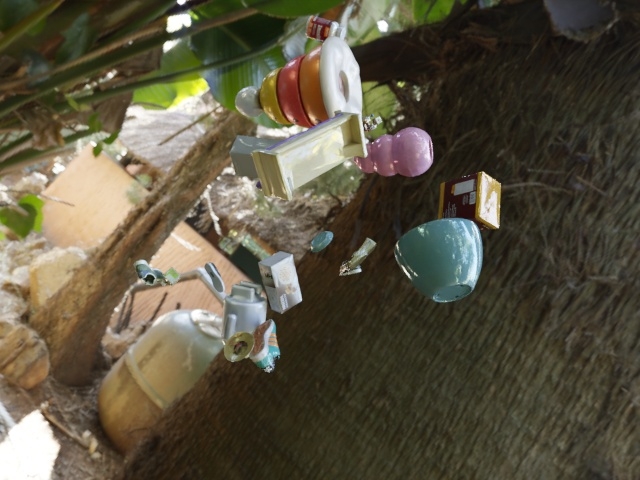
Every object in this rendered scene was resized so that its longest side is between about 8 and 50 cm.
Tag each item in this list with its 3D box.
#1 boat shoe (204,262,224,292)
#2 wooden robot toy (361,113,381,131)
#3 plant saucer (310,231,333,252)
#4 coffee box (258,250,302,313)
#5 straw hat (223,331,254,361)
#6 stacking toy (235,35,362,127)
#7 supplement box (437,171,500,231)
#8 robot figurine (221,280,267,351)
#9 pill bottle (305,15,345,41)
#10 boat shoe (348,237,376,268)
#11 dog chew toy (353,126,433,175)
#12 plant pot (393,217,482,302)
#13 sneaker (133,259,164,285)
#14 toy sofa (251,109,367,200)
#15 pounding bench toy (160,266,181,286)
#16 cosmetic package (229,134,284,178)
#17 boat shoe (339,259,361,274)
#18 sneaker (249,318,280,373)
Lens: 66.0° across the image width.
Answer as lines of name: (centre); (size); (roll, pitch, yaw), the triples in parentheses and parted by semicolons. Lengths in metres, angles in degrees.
boat shoe: (-0.443, 0.154, 2.099); (0.142, 0.049, 0.040); (60, 26, 3)
wooden robot toy: (0.185, -0.505, 2.156); (0.173, 0.079, 0.076); (20, -46, 50)
plant saucer: (0.000, 0.000, 2.114); (0.021, 0.119, 0.119); (48, -7, -24)
coffee box: (-0.185, 0.194, 2.291); (0.098, 0.141, 0.246); (12, -60, 44)
straw hat: (-0.312, 0.437, 1.971); (0.144, 0.144, 0.061); (36, -20, 48)
stacking toy: (-0.105, -0.548, 1.869); (0.480, 0.350, 0.350); (-3, -28, 24)
supplement box: (0.583, -0.139, 1.937); (0.129, 0.191, 0.194); (23, -22, -35)
robot figurine: (-0.358, 0.372, 2.305); (0.200, 0.353, 0.300); (11, 11, 23)
pill bottle: (0.022, -0.862, 2.025); (0.152, 0.086, 0.086); (20, -10, 11)
boat shoe: (0.154, 0.049, 1.915); (0.048, 0.153, 0.056); (38, -24, 19)
dog chew toy: (0.306, -0.367, 2.110); (0.332, 0.206, 0.206); (-4, -27, 22)
plant pot: (0.404, 0.087, 1.616); (0.290, 0.290, 0.195); (49, 26, -54)
sneaker: (-0.696, 0.152, 2.016); (0.192, 0.064, 0.086); (63, 2, -63)
toy sofa: (-0.041, -0.274, 1.530); (0.177, 0.363, 0.150); (22, -45, 45)
pounding bench toy: (-0.626, 0.161, 2.033); (0.052, 0.083, 0.065); (44, -27, 1)
cosmetic package: (-0.198, -0.297, 1.795); (0.238, 0.107, 0.127); (5, -36, 10)
boat shoe: (0.143, 0.131, 2.426); (0.228, 0.081, 0.068); (154, -76, -75)
sneaker: (-0.234, 0.457, 2.123); (0.121, 0.108, 0.302); (60, 13, -18)
